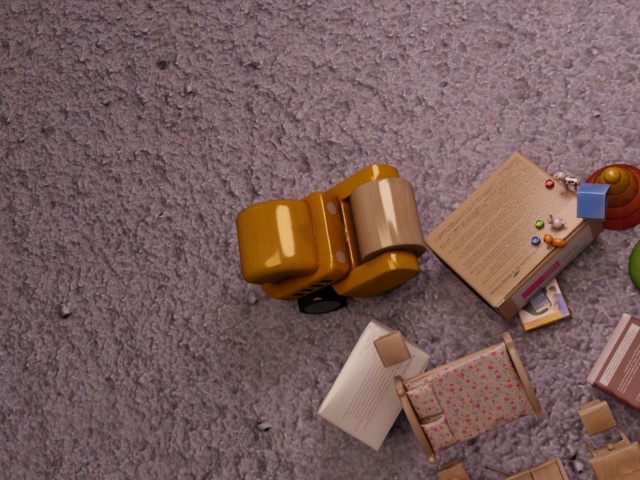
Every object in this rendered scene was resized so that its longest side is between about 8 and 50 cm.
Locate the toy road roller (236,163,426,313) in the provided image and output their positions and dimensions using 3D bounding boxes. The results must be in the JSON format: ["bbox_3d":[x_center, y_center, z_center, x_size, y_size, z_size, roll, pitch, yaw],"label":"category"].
[{"bbox_3d":[0.000,0.000,1.416,0.330,0.241,0.202,-28,63,39],"label":"toy road roller"}]

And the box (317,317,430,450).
[{"bbox_3d":[0.093,0.240,1.352,0.119,0.181,0.181,30,89,6],"label":"box"}]

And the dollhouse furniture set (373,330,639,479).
[{"bbox_3d":[0.287,0.265,1.161,0.303,0.174,0.355,-25,101,10],"label":"dollhouse furniture set"}]

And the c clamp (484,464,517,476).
[{"bbox_3d":[0.324,0.463,1.285,0.137,0.022,0.160,7,77,22],"label":"c clamp"}]

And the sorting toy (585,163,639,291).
[{"bbox_3d":[0.542,0.007,1.256,0.127,0.126,0.365,-34,63,13],"label":"sorting toy"}]

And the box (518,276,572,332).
[{"bbox_3d":[0.373,0.084,1.368,0.081,0.028,0.136,-24,68,17],"label":"box"}]

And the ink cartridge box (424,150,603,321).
[{"bbox_3d":[0.331,-0.009,1.358,0.235,0.088,0.193,-43,54,2],"label":"ink cartridge box"}]

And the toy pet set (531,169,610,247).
[{"bbox_3d":[0.397,-0.056,1.252,0.114,0.065,0.122,6,69,29],"label":"toy pet set"}]

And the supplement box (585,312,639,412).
[{"bbox_3d":[0.554,0.227,1.214,0.239,0.073,0.130,30,90,30],"label":"supplement box"}]
